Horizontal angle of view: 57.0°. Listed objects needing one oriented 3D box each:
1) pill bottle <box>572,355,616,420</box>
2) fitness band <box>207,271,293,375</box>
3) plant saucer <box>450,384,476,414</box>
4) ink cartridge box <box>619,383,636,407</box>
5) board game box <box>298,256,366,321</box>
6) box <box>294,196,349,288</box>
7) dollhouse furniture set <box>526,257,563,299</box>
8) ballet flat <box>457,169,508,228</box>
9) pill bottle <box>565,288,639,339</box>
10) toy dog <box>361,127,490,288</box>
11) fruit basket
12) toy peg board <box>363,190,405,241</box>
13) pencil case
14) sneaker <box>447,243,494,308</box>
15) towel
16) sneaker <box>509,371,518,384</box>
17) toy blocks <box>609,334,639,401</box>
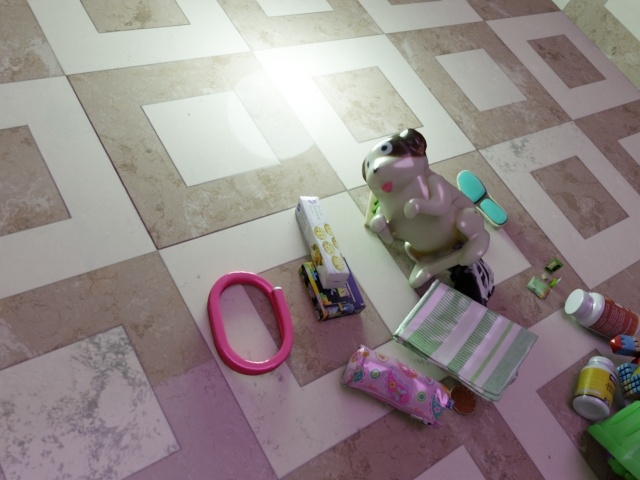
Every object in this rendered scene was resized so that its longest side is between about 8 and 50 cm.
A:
[{"bbox_3d":[0.836,0.444,1.785,0.103,0.103,0.184,36,51,3],"label":"pill bottle"},{"bbox_3d":[-0.182,0.209,1.534,0.209,0.054,0.290,-4,58,-26],"label":"fitness band"},{"bbox_3d":[0.398,0.447,1.649,0.084,0.013,0.083,11,55,-16],"label":"plant saucer"},{"bbox_3d":[1.018,0.561,1.821,0.208,0.045,0.206,15,53,-16],"label":"ink cartridge box"},{"bbox_3d":[0.033,0.137,1.681,0.141,0.048,0.170,-10,62,-27],"label":"board game box"},{"bbox_3d":[0.000,0.000,1.706,0.067,0.063,0.324,1,44,-23],"label":"box"},{"bbox_3d":[0.773,0.128,2.004,0.076,0.058,0.152,43,51,9],"label":"dollhouse furniture set"},{"bbox_3d":[0.574,-0.141,2.096,0.086,0.086,0.248,-22,70,-34],"label":"ballet flat"},{"bbox_3d":[0.931,0.247,1.951,0.216,0.121,0.121,26,51,-6],"label":"pill bottle"},{"bbox_3d":[0.301,-0.134,1.749,0.408,0.285,0.395,49,53,-13],"label":"toy dog"},{"bbox_3d":[0.886,0.684,1.591,0.392,0.283,0.392,0,92,7],"label":"fruit basket"},{"bbox_3d":[0.239,-0.099,1.914,0.161,0.079,0.161,21,52,-9],"label":"toy peg board"},{"bbox_3d":[0.199,0.383,1.539,0.284,0.124,0.124,29,51,-6],"label":"pencil case"},{"bbox_3d":[0.489,0.146,1.822,0.146,0.122,0.330,17,49,-24],"label":"sneaker"},{"bbox_3d":[0.399,0.268,1.631,0.325,0.038,0.248,30,61,24],"label":"towel"},{"bbox_3d":[0.438,0.310,1.686,0.297,0.129,0.111,35,58,4],"label":"sneaker"},{"bbox_3d":[1.033,0.433,1.784,0.261,0.190,0.381,10,56,-9],"label":"toy blocks"}]
